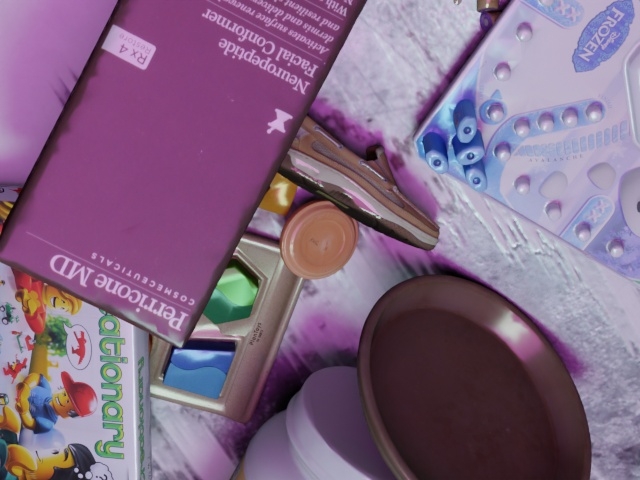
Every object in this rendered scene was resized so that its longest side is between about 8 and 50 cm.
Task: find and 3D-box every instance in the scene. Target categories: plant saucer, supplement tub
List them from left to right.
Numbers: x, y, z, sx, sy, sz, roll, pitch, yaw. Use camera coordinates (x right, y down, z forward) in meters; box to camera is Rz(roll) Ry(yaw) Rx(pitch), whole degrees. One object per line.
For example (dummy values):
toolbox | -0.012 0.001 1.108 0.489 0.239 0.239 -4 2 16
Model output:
plant saucer | 0.000 0.000 1.542 0.083 0.013 0.083 -10 115 -23
supplement tub | 0.001 0.318 1.591 0.241 0.241 0.331 24 115 -9
plant saucer | 0.143 0.162 1.505 0.278 0.278 0.041 35 134 -14

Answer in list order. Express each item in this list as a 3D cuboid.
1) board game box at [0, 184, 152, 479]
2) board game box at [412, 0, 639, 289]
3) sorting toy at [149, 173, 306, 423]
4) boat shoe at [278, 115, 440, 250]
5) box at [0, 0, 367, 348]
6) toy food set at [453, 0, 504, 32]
board game box | -0.267 0.101 1.560 0.193 0.053 0.305 4 108 11
board game box | 0.349 -0.132 1.454 0.390 0.050 0.390 30 113 -15
sorting toy | -0.134 0.034 1.568 0.229 0.041 0.307 18 115 -7
boat shoe | 0.046 -0.058 1.506 0.190 0.068 0.072 31 80 -25
box | -0.120 -0.121 1.389 0.191 0.143 0.381 26 100 -11
toy food set | 0.188 -0.215 1.447 0.122 0.019 0.078 23 115 -9
